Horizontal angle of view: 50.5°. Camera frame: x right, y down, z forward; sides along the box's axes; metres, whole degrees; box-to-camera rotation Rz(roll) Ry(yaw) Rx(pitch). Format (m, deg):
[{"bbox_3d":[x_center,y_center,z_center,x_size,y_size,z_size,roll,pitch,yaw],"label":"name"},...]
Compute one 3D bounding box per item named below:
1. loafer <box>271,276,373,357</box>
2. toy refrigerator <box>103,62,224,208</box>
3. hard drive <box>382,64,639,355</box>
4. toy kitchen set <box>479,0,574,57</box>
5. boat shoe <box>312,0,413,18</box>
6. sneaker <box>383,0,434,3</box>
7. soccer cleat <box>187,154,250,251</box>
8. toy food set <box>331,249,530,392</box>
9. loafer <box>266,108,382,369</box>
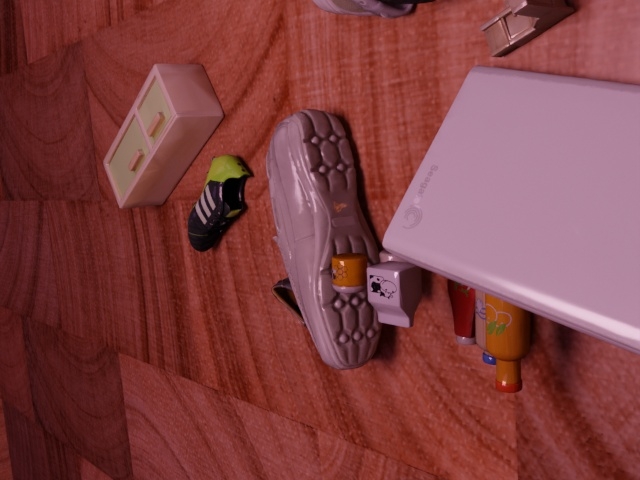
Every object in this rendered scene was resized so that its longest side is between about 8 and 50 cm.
[{"bbox_3d":[0.001,0.104,0.886,0.170,0.061,0.062,37,123,38],"label":"loafer"},{"bbox_3d":[-0.270,-0.165,1.120,0.269,0.094,0.102,-41,67,45],"label":"toy refrigerator"},{"bbox_3d":[0.214,-0.034,0.555,0.308,0.040,0.203,23,83,44],"label":"hard drive"},{"bbox_3d":[0.165,-0.218,0.615,0.083,0.075,0.068,-27,76,49],"label":"toy kitchen set"},{"bbox_3d":[-0.008,-0.326,0.640,0.103,0.320,0.118,29,82,36],"label":"boat shoe"},{"bbox_3d":[0.150,-0.345,0.599,0.314,0.116,0.136,-40,57,38],"label":"sneaker"},{"bbox_3d":[-0.158,-0.046,1.043,0.072,0.060,0.178,45,126,32],"label":"soccer cleat"},{"bbox_3d":[0.118,0.073,0.702,0.232,0.111,0.104,6,103,40],"label":"toy food set"},{"bbox_3d":[0.000,0.000,0.838,0.111,0.112,0.319,-22,73,54],"label":"loafer"}]
